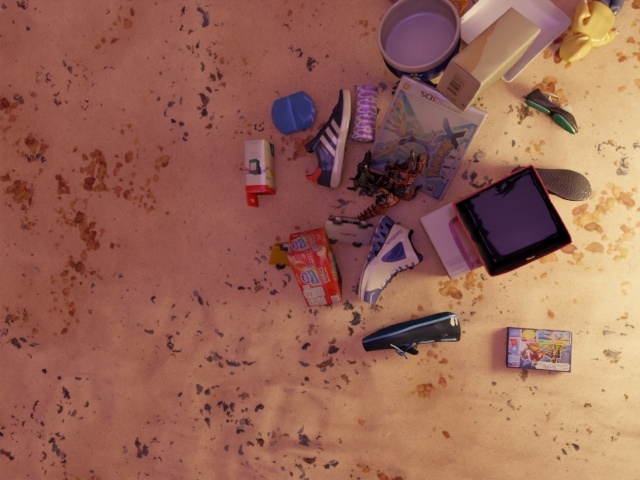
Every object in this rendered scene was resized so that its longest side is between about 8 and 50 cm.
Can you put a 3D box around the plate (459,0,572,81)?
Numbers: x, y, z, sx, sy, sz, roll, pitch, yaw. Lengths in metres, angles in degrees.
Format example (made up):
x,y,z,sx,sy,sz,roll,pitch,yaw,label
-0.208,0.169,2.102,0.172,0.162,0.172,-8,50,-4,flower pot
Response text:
x,y,z,sx,sy,sz,roll,pitch,yaw,label
0.634,-0.715,1.658,0.278,0.045,0.277,-44,84,9,plate

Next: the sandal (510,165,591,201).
x,y,z,sx,sy,sz,roll,pitch,yaw,label
0.763,-0.194,1.642,0.254,0.054,0.097,18,87,20,sandal

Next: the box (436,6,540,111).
x,y,z,sx,sy,sz,roll,pitch,yaw,label
0.517,-0.559,1.528,0.121,0.148,0.311,44,70,9,box

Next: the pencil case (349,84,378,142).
x,y,z,sx,sy,sz,roll,pitch,yaw,label
0.154,-0.442,1.741,0.088,0.086,0.206,6,90,23,pencil case

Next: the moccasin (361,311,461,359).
x,y,z,sx,sy,sz,roll,pitch,yaw,label
0.314,0.342,1.695,0.341,0.137,0.117,-16,92,12,moccasin

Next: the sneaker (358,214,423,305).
x,y,z,sx,sy,sz,roll,pitch,yaw,label
0.251,0.084,1.706,0.182,0.127,0.316,17,93,13,sneaker

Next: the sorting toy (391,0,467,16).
x,y,z,sx,sy,sz,roll,pitch,yaw,label
0.349,-0.874,1.714,0.348,0.047,0.196,46,103,8,sorting toy

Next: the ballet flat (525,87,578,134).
x,y,z,sx,sy,sz,roll,pitch,yaw,label
0.773,-0.431,1.623,0.203,0.074,0.074,39,98,11,ballet flat

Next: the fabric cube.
x,y,z,sx,sy,sz,roll,pitch,yaw,label
0.596,-0.064,1.545,0.254,0.258,0.259,-28,85,22,fabric cube

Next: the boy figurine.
x,y,z,sx,sy,sz,roll,pitch,yaw,label
0.879,-0.693,1.583,0.177,0.092,0.285,27,100,-16,boy figurine

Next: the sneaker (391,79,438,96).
x,y,z,sx,sy,sz,roll,pitch,yaw,label
0.371,-0.474,1.683,0.275,0.110,0.107,21,80,21,sneaker

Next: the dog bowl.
x,y,z,sx,sy,sz,roll,pitch,yaw,label
0.325,-0.664,1.626,0.264,0.104,0.265,-3,79,18,dog bowl

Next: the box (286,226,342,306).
x,y,z,sx,sy,sz,roll,pitch,yaw,label
-0.015,0.095,1.699,0.128,0.123,0.257,-11,129,11,box

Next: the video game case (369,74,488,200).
x,y,z,sx,sy,sz,roll,pitch,yaw,label
0.344,-0.339,1.659,0.299,0.036,0.329,28,122,10,video game case

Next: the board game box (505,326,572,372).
x,y,z,sx,sy,sz,roll,pitch,yaw,label
0.731,0.366,1.659,0.201,0.035,0.136,3,91,12,board game box

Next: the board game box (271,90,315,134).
x,y,z,sx,sy,sz,roll,pitch,yaw,label
-0.096,-0.466,1.818,0.168,0.033,0.133,-15,93,16,board game box

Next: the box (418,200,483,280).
x,y,z,sx,sy,sz,roll,pitch,yaw,label
0.437,0.000,1.656,0.126,0.148,0.233,-27,86,10,box

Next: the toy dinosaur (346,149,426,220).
x,y,z,sx,sy,sz,roll,pitch,yaw,label
0.216,-0.180,1.689,0.218,0.164,0.322,32,100,-11,toy dinosaur

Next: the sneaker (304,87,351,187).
x,y,z,sx,sy,sz,roll,pitch,yaw,label
0.023,-0.366,1.743,0.147,0.131,0.351,10,93,7,sneaker

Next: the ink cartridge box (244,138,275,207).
x,y,z,sx,sy,sz,roll,pitch,yaw,label
-0.218,-0.239,1.793,0.077,0.134,0.231,-2,91,11,ink cartridge box

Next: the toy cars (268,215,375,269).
x,y,z,sx,sy,sz,roll,pitch,yaw,label
0.000,0.000,1.771,0.393,0.087,0.177,-25,127,11,toy cars
